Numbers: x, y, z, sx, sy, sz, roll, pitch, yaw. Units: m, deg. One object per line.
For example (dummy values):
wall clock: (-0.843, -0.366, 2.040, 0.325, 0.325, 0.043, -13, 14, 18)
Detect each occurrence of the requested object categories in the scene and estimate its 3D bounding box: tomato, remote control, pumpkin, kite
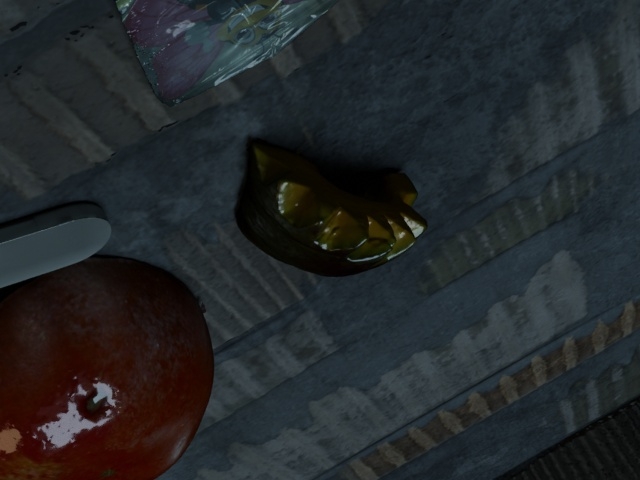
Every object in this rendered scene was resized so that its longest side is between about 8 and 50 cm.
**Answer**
tomato: (-0.239, 0.178, 1.288, 0.338, 0.144, 0.338, -25, 148, -17)
remote control: (-0.302, 0.021, 1.112, 0.245, 0.022, 0.077, -19, 155, -20)
pumpkin: (0.000, 0.000, 1.260, 0.149, 0.130, 0.254, -43, 153, 26)
kite: (-0.096, -0.205, 0.913, 0.204, 0.022, 0.360, -34, 155, 9)
